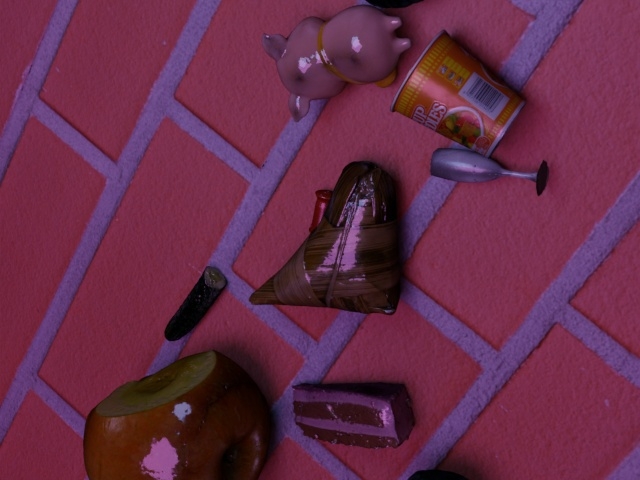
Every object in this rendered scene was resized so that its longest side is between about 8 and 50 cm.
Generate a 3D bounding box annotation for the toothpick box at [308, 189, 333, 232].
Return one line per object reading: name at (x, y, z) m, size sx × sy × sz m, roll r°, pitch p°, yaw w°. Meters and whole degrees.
toothpick box at (0.007, -0.053, 2.030) m, size 0.047 × 0.047 × 0.083 m, roll 20°, pitch 113°, yaw 22°

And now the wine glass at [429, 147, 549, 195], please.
wine glass at (0.288, -0.122, 1.850) m, size 0.198 × 0.066 × 0.066 m, roll 12°, pitch 111°, yaw 28°

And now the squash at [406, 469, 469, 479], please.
squash at (0.212, 0.547, 1.985) m, size 0.165 × 0.252 × 0.252 m, roll 4°, pitch 108°, yaw 18°

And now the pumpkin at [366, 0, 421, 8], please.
pumpkin at (0.118, -0.483, 1.781) m, size 0.201 × 0.140 × 0.202 m, roll 8°, pitch 109°, yaw 23°

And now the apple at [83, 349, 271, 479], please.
apple at (-0.294, 0.401, 2.193) m, size 0.374 × 0.374 × 0.384 m, roll 15°, pitch 83°, yaw 24°

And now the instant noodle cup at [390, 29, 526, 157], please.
instant noodle cup at (0.237, -0.235, 1.796) m, size 0.185 × 0.168 × 0.168 m, roll 35°, pitch 119°, yaw 6°

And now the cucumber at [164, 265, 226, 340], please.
cucumber at (-0.269, 0.143, 2.240) m, size 0.215 × 0.052 × 0.058 m, roll -51°, pitch 59°, yaw 31°

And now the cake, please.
cake at (0.064, 0.337, 2.112) m, size 0.295 × 0.112 × 0.116 m, roll -2°, pitch 99°, yaw 41°

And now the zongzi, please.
zongzi at (0.000, 0.000, 1.975) m, size 0.288 × 0.134 × 0.286 m, roll -1°, pitch 101°, yaw 12°

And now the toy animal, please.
toy animal at (0.040, -0.325, 1.873) m, size 0.248 × 0.149 × 0.165 m, roll -18°, pitch 99°, yaw 23°
